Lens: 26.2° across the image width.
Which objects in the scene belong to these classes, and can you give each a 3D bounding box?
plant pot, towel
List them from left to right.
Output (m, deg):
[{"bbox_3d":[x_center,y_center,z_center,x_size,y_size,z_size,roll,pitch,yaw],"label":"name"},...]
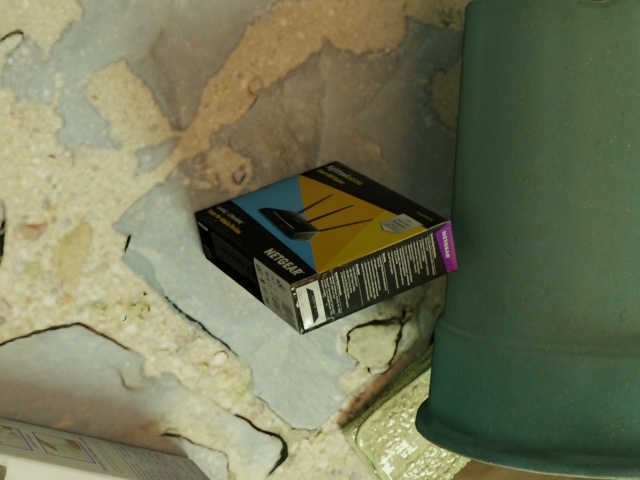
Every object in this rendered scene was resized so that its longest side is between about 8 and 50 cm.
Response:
[{"bbox_3d":[0.102,0.160,1.219,0.148,0.027,0.110,-42,109,-9],"label":"towel"},{"bbox_3d":[0.241,-0.022,1.055,0.341,0.341,0.334,-4,97,-26],"label":"plant pot"}]

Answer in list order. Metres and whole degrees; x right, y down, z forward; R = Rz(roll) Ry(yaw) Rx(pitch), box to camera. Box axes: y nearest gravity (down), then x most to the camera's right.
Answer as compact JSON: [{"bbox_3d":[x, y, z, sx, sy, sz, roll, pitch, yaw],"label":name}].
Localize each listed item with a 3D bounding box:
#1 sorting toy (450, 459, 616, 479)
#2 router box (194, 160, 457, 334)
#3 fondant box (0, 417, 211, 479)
[{"bbox_3d":[0.185,0.232,1.245,0.274,0.132,0.046,-42,157,-6],"label":"sorting toy"},{"bbox_3d":[0.000,0.000,1.042,0.133,0.179,0.046,-21,116,-21],"label":"router box"},{"bbox_3d":[-0.262,0.258,1.037,0.330,0.096,0.238,18,97,-31],"label":"fondant box"}]
